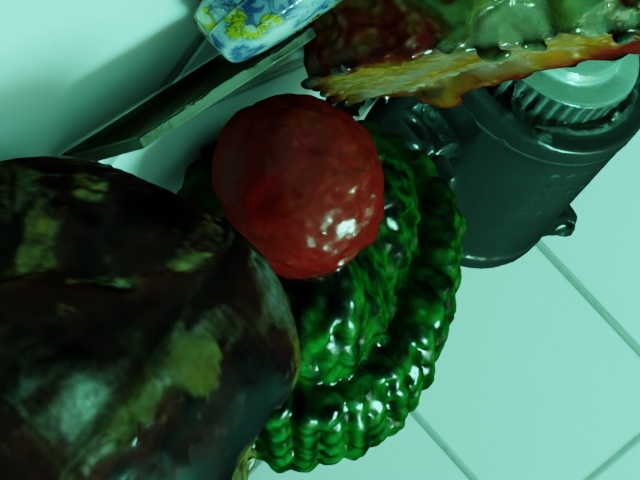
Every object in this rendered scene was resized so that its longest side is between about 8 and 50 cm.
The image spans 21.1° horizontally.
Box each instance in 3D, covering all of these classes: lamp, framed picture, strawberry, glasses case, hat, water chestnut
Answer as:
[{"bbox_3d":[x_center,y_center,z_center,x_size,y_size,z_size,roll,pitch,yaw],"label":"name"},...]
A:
[{"bbox_3d":[0.174,-0.117,1.564,0.272,0.205,0.374,-43,162,34],"label":"lamp"},{"bbox_3d":[-0.084,-0.088,1.066,0.149,0.011,0.109,-37,-164,-32],"label":"framed picture"},{"bbox_3d":[0.110,-0.180,1.186,0.253,0.150,0.280,-9,180,5],"label":"strawberry"},{"bbox_3d":[0.030,-0.196,1.007,0.248,0.065,0.087,-41,179,9],"label":"glasses case"},{"bbox_3d":[0.000,0.000,1.244,0.242,0.274,0.332,-5,153,-8],"label":"hat"},{"bbox_3d":[-0.148,0.135,0.975,0.335,0.347,0.335,-43,-178,2],"label":"water chestnut"}]
